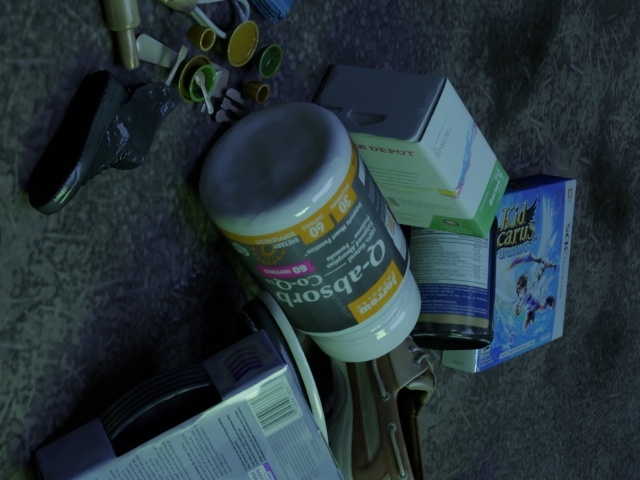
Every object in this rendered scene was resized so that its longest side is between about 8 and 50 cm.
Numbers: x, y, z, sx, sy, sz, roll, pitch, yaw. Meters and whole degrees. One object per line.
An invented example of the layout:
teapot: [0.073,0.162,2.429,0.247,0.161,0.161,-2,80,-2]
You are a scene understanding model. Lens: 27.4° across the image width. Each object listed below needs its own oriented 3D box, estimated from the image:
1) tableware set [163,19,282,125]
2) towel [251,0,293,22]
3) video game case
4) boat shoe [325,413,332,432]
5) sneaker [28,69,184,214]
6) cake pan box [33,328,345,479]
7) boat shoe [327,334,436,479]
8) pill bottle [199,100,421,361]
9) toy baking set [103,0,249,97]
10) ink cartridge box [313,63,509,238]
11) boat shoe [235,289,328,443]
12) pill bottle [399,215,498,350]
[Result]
tableware set: [-0.087,-0.168,1.278,0.104,0.024,0.154,-64,152,0]
towel: [-0.039,-0.289,1.341,0.067,0.029,0.119,45,63,-51]
video game case: [0.272,0.040,1.861,0.269,0.061,0.244,-13,109,-53]
boat shoe: [0.039,0.340,1.556,0.109,0.091,0.305,27,69,-46]
sneaker: [-0.188,-0.082,1.163,0.089,0.051,0.170,45,59,-46]
cake pan box: [-0.110,0.236,1.249,0.246,0.070,0.267,-30,130,-7]
boat shoe: [0.078,0.160,1.509,0.123,0.116,0.324,38,49,-61]
pill bottle: [0.000,0.000,1.364,0.162,0.162,0.278,-61,142,-25]
toy baking set: [-0.132,-0.242,1.218,0.197,0.030,0.256,-30,123,-48]
ink cartridge box: [0.101,-0.100,1.487,0.212,0.154,0.093,45,62,-50]
boat shoe: [-0.061,0.211,1.379,0.113,0.127,0.340,-20,129,-15]
pill bottle: [0.156,0.020,1.616,0.123,0.123,0.219,22,68,-56]
